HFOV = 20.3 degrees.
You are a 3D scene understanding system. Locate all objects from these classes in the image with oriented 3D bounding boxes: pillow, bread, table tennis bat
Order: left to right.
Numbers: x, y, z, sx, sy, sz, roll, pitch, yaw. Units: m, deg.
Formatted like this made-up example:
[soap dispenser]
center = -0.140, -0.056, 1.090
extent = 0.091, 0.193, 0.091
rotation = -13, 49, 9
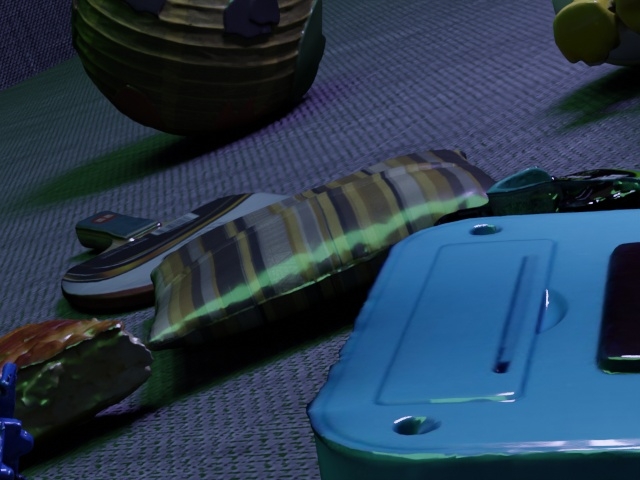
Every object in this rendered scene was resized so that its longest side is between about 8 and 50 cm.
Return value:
[bread]
center = -0.171, 0.088, 0.929
extent = 0.136, 0.054, 0.154
rotation = -28, 8, -33
[table tennis bat]
center = -0.114, 0.002, 1.282
extent = 0.173, 0.022, 0.301
rotation = -25, 15, -19
[pillow]
center = 0.000, 0.000, 1.017
extent = 0.212, 0.052, 0.208
rotation = -21, 9, -1

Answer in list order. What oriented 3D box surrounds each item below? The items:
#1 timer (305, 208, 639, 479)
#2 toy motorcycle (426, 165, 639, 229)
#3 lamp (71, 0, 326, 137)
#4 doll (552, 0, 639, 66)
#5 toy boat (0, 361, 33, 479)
[timer]
center = 0.136, 0.055, 0.572
extent = 0.250, 0.091, 0.232
rotation = -6, 15, 14
[toy motorcycle]
center = 0.124, -0.007, 0.837
extent = 0.100, 0.058, 0.173
rotation = -22, 11, -38
[lamp]
center = -0.112, -0.240, 1.712
extent = 0.250, 0.284, 0.250
rotation = 9, 28, -5
[doll]
center = 0.259, -0.186, 1.276
extent = 0.141, 0.117, 0.296
rotation = -31, -8, 34
[toy boat]
center = -0.119, 0.109, 0.722
extent = 0.110, 0.091, 0.175
rotation = 5, 14, -7
